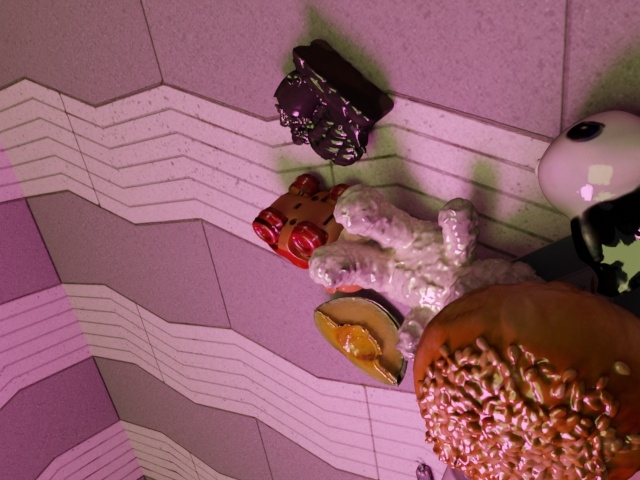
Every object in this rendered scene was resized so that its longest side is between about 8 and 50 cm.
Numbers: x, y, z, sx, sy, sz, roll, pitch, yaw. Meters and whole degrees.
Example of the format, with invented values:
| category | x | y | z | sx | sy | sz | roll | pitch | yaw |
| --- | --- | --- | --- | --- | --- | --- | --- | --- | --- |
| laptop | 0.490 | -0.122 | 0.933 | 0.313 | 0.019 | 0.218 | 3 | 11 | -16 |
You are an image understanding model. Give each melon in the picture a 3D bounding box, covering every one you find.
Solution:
| category | x | y | z | sx | sy | sz | roll | pitch | yaw |
| --- | --- | --- | --- | --- | --- | --- | --- | --- | --- |
| melon | 0.109 | 0.236 | 1.499 | 0.265 | 0.129 | 0.169 | 40 | 159 | 6 |

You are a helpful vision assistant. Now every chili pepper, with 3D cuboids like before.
| category | x | y | z | sx | sy | sz | roll | pitch | yaw |
| --- | --- | --- | --- | --- | --- | --- | --- | --- | --- |
| chili pepper | 0.298 | 0.685 | 1.704 | 0.050 | 0.041 | 0.153 | -120 | 12 | -66 |

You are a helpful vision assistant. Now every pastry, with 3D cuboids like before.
| category | x | y | z | sx | sy | sz | roll | pitch | yaw |
| --- | --- | --- | --- | --- | --- | --- | --- | --- | --- |
| pastry | 0.336 | 0.250 | 0.945 | 0.410 | 0.245 | 0.409 | 11 | 129 | 13 |

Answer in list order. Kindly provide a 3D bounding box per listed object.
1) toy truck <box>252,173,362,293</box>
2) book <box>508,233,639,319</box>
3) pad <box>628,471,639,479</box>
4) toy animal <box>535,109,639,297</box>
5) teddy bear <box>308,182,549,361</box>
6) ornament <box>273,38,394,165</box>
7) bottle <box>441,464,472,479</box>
| category | x | y | z | sx | sy | sz | roll | pitch | yaw |
| --- | --- | --- | --- | --- | --- | --- | --- | --- | --- |
| toy truck | 0.000 | 0.000 | 1.375 | 0.265 | 0.189 | 0.239 | 20 | 145 | 38 |
| book | 0.440 | 0.139 | 1.118 | 0.379 | 0.031 | 0.264 | -32 | 66 | 47 |
| pad | 0.686 | 0.577 | 1.331 | 0.176 | 0.002 | 0.266 | -12 | 111 | 44 |
| toy animal | 0.467 | -0.068 | 0.920 | 0.213 | 0.213 | 0.266 | -33 | 73 | 47 |
| teddy bear | 0.225 | 0.086 | 1.117 | 0.327 | 0.376 | 0.362 | -65 | 30 | 14 |
| ornament | 0.002 | -0.254 | 1.262 | 0.251 | 0.106 | 0.260 | 44 | 142 | 10 |
| bottle | 0.364 | 0.670 | 1.588 | 0.110 | 0.110 | 0.233 | 27 | 133 | 24 |
